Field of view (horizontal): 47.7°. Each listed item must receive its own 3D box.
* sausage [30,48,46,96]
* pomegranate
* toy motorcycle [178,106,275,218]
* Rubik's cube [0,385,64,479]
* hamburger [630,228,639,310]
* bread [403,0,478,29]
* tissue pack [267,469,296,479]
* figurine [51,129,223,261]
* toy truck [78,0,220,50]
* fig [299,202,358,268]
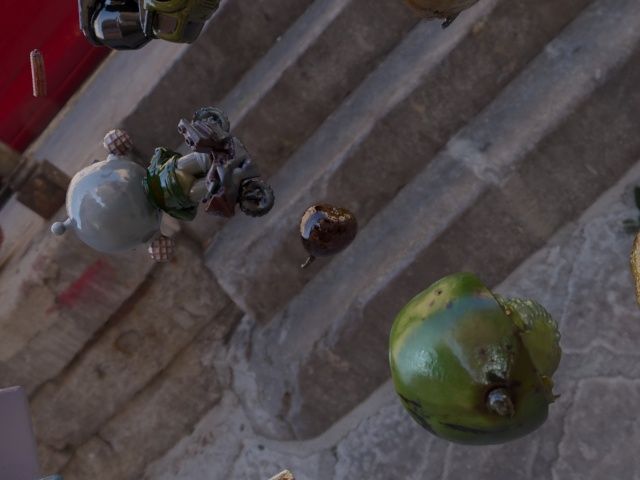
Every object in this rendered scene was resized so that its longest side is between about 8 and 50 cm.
[{"bbox_3d":[-0.750,-0.448,1.925,0.034,0.034,0.129,-97,14,-56],"label":"sausage"},{"bbox_3d":[0.219,0.174,1.112,0.260,0.260,0.341,-53,14,-5],"label":"pomegranate"},{"bbox_3d":[-0.171,-0.122,1.219,0.122,0.213,0.082,-28,-7,-33],"label":"toy motorcycle"},{"bbox_3d":[-0.411,0.286,0.610,0.368,0.358,0.387,50,124,24],"label":"Rubik's cube"},{"bbox_3d":[0.783,0.071,1.478,0.319,0.158,0.318,176,90,-67],"label":"hamburger"},{"bbox_3d":[0.198,-0.533,1.356,0.183,0.236,0.388,-19,4,15],"label":"bread"},{"bbox_3d":[-0.104,0.567,1.510,0.149,0.106,0.099,-26,2,-15],"label":"tissue pack"},{"bbox_3d":[-0.343,-0.089,1.427,0.370,0.281,0.167,-18,12,7],"label":"figurine"},{"bbox_3d":[-0.266,-0.366,1.118,0.147,0.224,0.165,-25,-50,-66],"label":"toy truck"},{"bbox_3d":[0.004,-0.017,1.978,0.202,0.149,0.148,-49,31,-5],"label":"fig"}]
